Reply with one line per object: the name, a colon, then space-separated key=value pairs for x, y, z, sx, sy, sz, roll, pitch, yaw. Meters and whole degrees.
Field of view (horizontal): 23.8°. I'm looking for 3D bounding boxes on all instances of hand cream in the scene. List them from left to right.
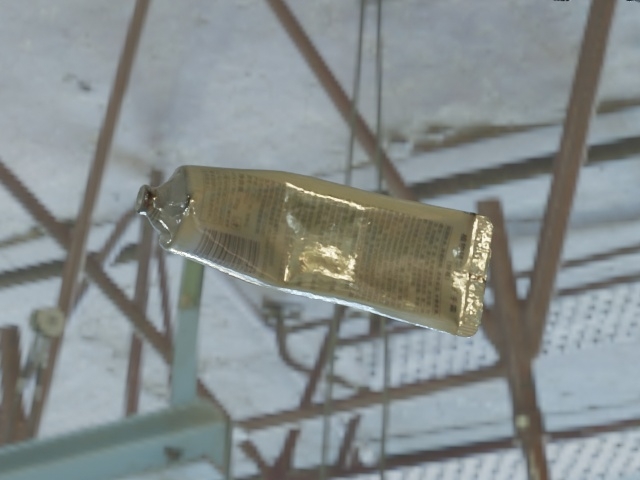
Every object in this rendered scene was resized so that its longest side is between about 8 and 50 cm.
hand cream: x=0.000 y=0.000 z=0.658 sx=0.165 sy=0.057 sz=0.037 roll=13 pitch=170 yaw=-21

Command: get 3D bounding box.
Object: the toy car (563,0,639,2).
toy car: x=0.320 y=-0.290 z=1.418 sx=0.301 sy=0.118 sz=0.193 roll=26 pitch=123 yaw=16
